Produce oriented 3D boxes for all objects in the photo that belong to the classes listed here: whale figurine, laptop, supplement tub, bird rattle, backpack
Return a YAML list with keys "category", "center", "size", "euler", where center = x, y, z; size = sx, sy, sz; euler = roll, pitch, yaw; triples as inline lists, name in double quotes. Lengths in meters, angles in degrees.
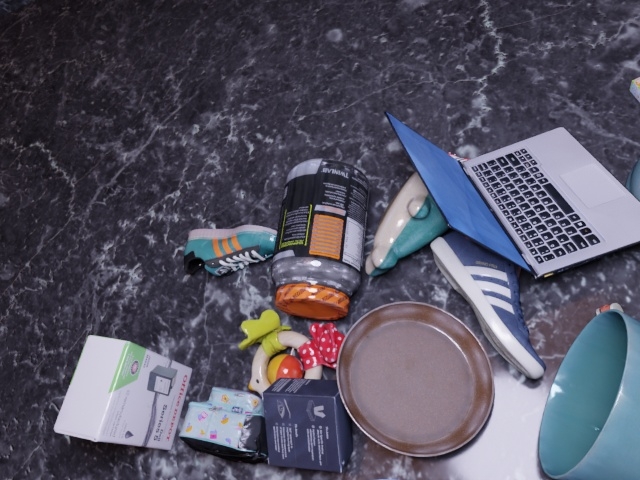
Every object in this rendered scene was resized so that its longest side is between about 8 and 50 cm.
- category: "whale figurine"
  center: [0.205, -0.026, 1.159]
  size: [0.141, 0.216, 0.271]
  euler: [33, 69, 0]
- category: "laptop"
  center: [0.393, -0.142, 1.041]
  size: [0.409, 0.236, 0.381]
  euler: [-20, 45, 4]
- category: "supplement tub"
  center: [0.000, 0.000, 1.204]
  size: [0.207, 0.207, 0.337]
  euler: [-1, 65, 20]
- category: "bird rattle"
  center: [-0.060, 0.268, 1.173]
  size: [0.254, 0.143, 0.206]
  euler: [15, 82, 12]
- category: "backpack"
  center: [-0.195, 0.391, 1.107]
  size: [0.189, 0.166, 0.144]
  euler: [-3, 63, 16]

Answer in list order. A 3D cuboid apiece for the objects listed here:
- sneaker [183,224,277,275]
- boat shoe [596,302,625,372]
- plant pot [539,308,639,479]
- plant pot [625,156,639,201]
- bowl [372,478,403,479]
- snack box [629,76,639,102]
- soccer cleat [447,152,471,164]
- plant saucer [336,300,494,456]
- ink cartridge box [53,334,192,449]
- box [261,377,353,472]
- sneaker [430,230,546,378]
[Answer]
- category: "sneaker"
  center: [-0.221, 0.037, 1.333]
  size: [0.303, 0.108, 0.120]
  euler: [-3, 65, 28]
- category: "boat shoe"
  center: [0.565, 0.189, 0.998]
  size: [0.043, 0.049, 0.136]
  euler: [-37, 48, 52]
- category: "plant pot"
  center: [0.529, 0.289, 0.830]
  size: [0.235, 0.293, 0.292]
  euler: [23, 74, 12]
- category: "plant pot"
  center: [0.763, -0.132, 0.992]
  size: [0.294, 0.196, 0.292]
  euler: [-9, 62, 17]
- category: "bowl"
  center: [0.127, 0.629, 0.905]
  size: [0.392, 0.077, 0.390]
  euler: [-6, 61, 12]
- category: "snack box"
  center: [0.799, -0.349, 1.177]
  size: [0.141, 0.037, 0.100]
  euler: [-24, 58, 8]
- category: "soccer cleat"
  center: [0.330, -0.192, 1.280]
  size: [0.083, 0.029, 0.035]
  euler: [19, 69, 22]
- category: "plant saucer"
  center: [0.187, 0.273, 1.047]
  size: [0.311, 0.050, 0.310]
  euler: [1, 60, -1]
- category: "ink cartridge box"
  center: [-0.418, 0.344, 1.152]
  size: [0.115, 0.273, 0.198]
  euler: [3, 67, 19]
- category: "box"
  center: [-0.024, 0.371, 1.061]
  size: [0.159, 0.093, 0.155]
  euler: [-3, 96, 20]
- category: "sneaker"
  center: [0.372, 0.104, 1.061]
  size: [0.148, 0.131, 0.349]
  euler: [-30, 61, 2]
